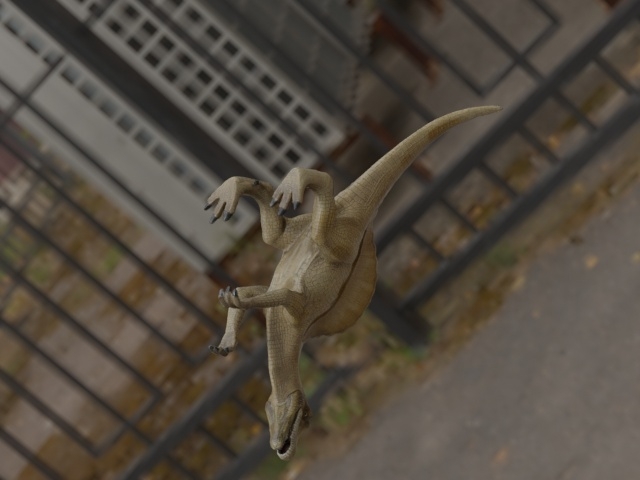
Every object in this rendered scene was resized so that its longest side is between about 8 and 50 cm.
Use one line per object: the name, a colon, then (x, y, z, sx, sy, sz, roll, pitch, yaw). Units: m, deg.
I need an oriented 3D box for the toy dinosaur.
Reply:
toy dinosaur: (0.000, 0.000, 0.795, 0.053, 0.092, 0.183, 23, 83, 47)
